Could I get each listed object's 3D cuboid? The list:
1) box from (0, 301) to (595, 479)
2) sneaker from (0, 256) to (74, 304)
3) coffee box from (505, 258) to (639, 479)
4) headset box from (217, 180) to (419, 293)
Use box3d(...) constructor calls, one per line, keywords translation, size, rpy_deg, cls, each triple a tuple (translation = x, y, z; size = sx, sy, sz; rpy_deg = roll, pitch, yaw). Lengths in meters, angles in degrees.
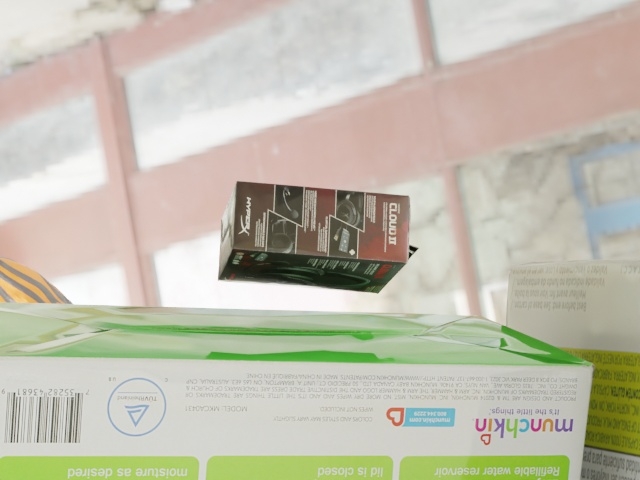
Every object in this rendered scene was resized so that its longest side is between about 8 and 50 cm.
box3d(translation=(-0.030, 0.152, 0.685), size=(0.262, 0.231, 0.127), rpy_deg=(2, -172, -19), cls="box")
box3d(translation=(-0.237, 0.117, 1.694), size=(0.180, 0.124, 0.321), rpy_deg=(-9, 139, 37), cls="sneaker")
box3d(translation=(0.299, 0.180, 0.711), size=(0.338, 0.334, 0.338), rpy_deg=(4, 177, -21), cls="coffee box")
box3d(translation=(0.000, 0.000, 0.678), size=(0.083, 0.032, 0.062), rpy_deg=(6, 165, -9), cls="headset box")
